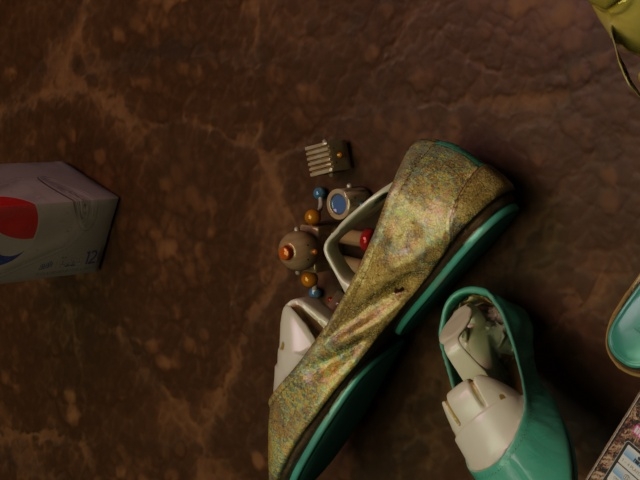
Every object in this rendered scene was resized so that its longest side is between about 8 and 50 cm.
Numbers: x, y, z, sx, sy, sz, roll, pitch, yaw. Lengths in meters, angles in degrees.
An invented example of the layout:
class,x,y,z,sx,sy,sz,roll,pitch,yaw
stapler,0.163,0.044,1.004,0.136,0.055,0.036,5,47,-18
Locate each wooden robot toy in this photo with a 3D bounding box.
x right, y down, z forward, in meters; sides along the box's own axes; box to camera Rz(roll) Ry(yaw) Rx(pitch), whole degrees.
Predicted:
class,x,y,z,sx,sy,sz,roll,pitch,yaw
wooden robot toy,0.000,0.000,1.306,0.076,0.079,0.173,10,102,40

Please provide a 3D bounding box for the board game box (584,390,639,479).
class,x,y,z,sx,sy,sz,roll,pitch,yaw
board game box,0.333,0.157,0.989,0.232,0.141,0.291,42,121,30

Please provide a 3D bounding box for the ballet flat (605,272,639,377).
class,x,y,z,sx,sy,sz,roll,pitch,yaw
ballet flat,0.286,-0.001,1.061,0.080,0.073,0.232,49,118,31

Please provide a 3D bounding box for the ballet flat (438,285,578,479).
class,x,y,z,sx,sy,sz,roll,pitch,yaw
ballet flat,0.126,0.117,1.117,0.083,0.087,0.247,-48,23,23

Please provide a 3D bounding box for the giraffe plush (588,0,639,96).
class,x,y,z,sx,sy,sz,roll,pitch,yaw
giraffe plush,0.252,-0.220,1.019,0.170,0.181,0.210,-29,64,18

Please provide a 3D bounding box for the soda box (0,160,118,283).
class,x,y,z,sx,sy,sz,roll,pitch,yaw
soda box,-0.341,-0.015,1.467,0.098,0.286,0.091,33,114,34

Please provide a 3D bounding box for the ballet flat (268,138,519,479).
class,x,y,z,sx,sy,sz,roll,pitch,yaw
ballet flat,0.032,0.059,1.256,0.123,0.123,0.348,48,118,27
